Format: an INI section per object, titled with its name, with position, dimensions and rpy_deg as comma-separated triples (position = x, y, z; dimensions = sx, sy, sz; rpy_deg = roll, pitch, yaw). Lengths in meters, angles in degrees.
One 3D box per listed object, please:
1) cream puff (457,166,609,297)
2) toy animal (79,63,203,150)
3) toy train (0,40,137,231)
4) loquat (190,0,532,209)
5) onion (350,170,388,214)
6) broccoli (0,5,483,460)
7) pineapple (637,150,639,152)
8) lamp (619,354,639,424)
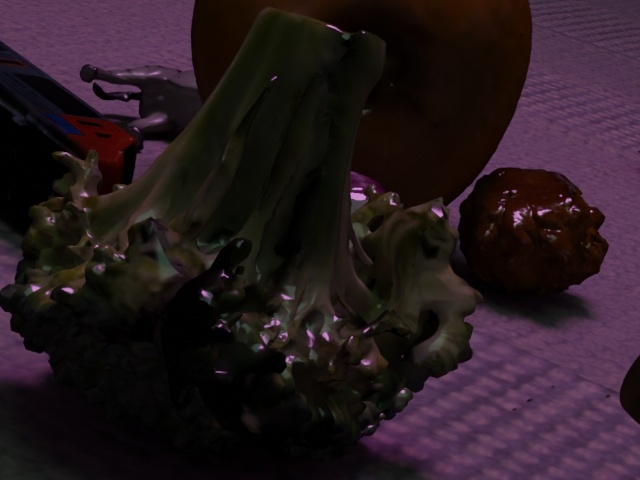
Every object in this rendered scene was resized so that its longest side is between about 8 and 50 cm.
[cream puff]
position = 0.160, -0.001, 1.375
dimensions = 0.122, 0.094, 0.116
rpy_deg = -28, 40, -30
[toy animal]
position = -0.087, -0.112, 1.546
dimensions = 0.217, 0.073, 0.176
rpy_deg = 13, 12, 10
[toy train]
position = -0.243, -0.095, 1.340
dimensions = 0.089, 0.086, 0.409
rpy_deg = 2, 22, -39
[loquat]
position = 0.027, -0.146, 1.390
dimensions = 0.275, 0.275, 0.275
rpy_deg = 13, 18, -4
[onion]
position = 0.000, 0.000, 1.248
dimensions = 0.115, 0.115, 0.104
rpy_deg = 28, -22, 35
[broccoli]
position = -0.025, -0.001, 0.970
dimensions = 0.263, 0.243, 0.247
rpy_deg = 19, 4, -4
[pineapple]
position = 0.379, -0.108, 1.790
dimensions = 0.079, 0.135, 0.233
rpy_deg = 13, 56, -12
[lamp]
position = 0.261, 0.132, 0.984
dimensions = 0.121, 0.121, 0.215
rpy_deg = -1, 37, -40
